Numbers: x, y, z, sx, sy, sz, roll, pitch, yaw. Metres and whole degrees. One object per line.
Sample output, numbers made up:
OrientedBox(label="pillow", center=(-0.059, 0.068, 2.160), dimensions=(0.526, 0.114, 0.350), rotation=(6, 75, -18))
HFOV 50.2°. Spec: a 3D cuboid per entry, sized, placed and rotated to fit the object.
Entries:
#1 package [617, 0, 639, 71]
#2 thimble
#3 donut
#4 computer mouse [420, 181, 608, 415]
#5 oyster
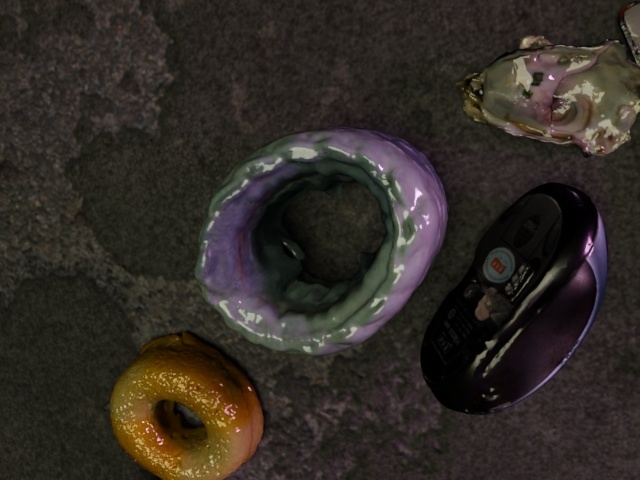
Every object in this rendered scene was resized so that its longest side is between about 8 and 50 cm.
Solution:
OrientedBox(label="package", center=(0.375, -0.122, 0.592), dimensions=(0.154, 0.030, 0.239), rotation=(-21, 93, 18))
OrientedBox(label="thimble", center=(0.000, 0.000, 0.659), dimensions=(0.250, 0.172, 0.204), rotation=(-28, 93, 19))
OrientedBox(label="donut", center=(-0.164, 0.207, 0.802), dimensions=(0.190, 0.075, 0.174), rotation=(44, 109, 5))
OrientedBox(label="computer mouse", center=(0.187, 0.060, 0.636), dimensions=(0.096, 0.137, 0.233), rotation=(29, 107, -10))
OrientedBox(label="oyster", center=(0.210, -0.141, 0.629), dimensions=(0.166, 0.053, 0.108), rotation=(11, 130, 7))
